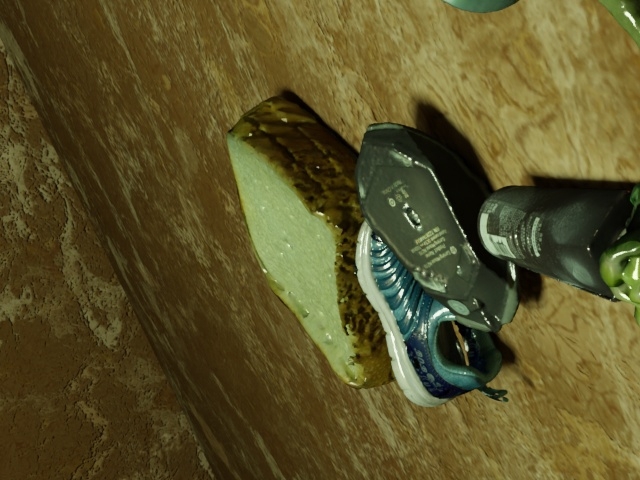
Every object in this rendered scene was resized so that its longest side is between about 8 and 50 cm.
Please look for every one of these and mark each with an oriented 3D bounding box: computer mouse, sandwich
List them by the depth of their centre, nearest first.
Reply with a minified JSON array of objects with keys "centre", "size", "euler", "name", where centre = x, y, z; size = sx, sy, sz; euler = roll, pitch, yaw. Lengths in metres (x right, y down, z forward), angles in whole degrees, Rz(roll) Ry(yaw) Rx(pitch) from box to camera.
[{"centre":[0.098,-0.016,1.067],"size":[0.192,0.062,0.106],"euler":[56,144,-3],"name":"computer mouse"},{"centre":[0.001,0.000,1.344],"size":[0.226,0.087,0.251],"euler":[44,155,39],"name":"sandwich"}]

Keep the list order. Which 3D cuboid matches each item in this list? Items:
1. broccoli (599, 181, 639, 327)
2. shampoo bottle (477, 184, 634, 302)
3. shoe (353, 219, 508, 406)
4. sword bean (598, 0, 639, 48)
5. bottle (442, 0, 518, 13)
[{"centre":[0.245,0.024,0.525],"size":[0.165,0.145,0.304],"euler":[51,171,-16],"name":"broccoli"},{"centre":[0.175,0.001,0.875],"size":[0.057,0.063,0.207],"euler":[53,166,-19],"name":"shampoo bottle"},{"centre":[0.102,0.048,1.163],"size":[0.106,0.091,0.207],"euler":[-9,107,45],"name":"shoe"},{"centre":[0.209,-0.052,0.714],"size":[0.269,0.043,0.038],"euler":[60,169,-3],"name":"sword bean"},{"centre":[0.111,-0.211,0.664],"size":[0.082,0.082,0.286],"euler":[57,164,10],"name":"bottle"}]
